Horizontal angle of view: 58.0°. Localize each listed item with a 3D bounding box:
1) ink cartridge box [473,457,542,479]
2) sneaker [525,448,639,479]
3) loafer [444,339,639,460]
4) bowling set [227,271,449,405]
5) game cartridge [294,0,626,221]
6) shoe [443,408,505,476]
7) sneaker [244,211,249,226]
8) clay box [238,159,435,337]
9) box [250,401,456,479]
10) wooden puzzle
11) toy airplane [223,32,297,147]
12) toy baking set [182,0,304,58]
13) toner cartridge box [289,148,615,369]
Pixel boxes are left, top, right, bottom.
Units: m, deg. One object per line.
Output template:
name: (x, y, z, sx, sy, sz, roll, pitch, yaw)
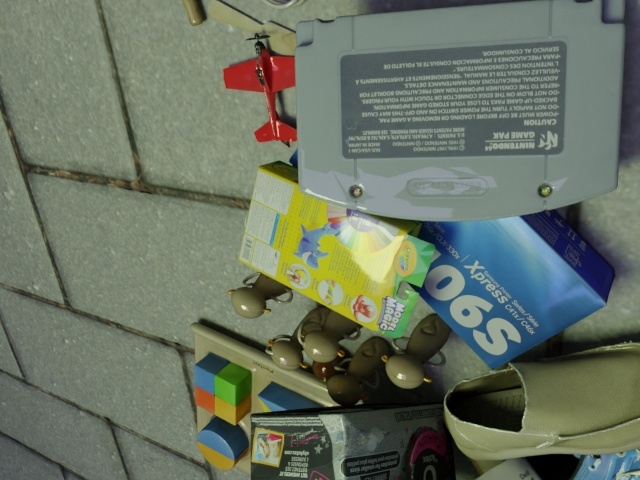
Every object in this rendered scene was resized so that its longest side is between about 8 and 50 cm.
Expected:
ink cartridge box: (0.155, 0.401, 0.699, 0.117, 0.201, 0.278, 54, 146, 31)
sneaker: (0.353, 0.234, 0.625, 0.147, 0.130, 0.330, 45, 132, 1)
loafer: (0.250, 0.175, 0.620, 0.268, 0.102, 0.092, -28, 130, 29)
bowling set: (0.018, 0.159, 0.791, 0.287, 0.154, 0.200, 23, 126, 22)
game cartridge: (0.122, -0.116, 0.547, 0.294, 0.060, 0.196, 1, 95, 14)
shoe: (0.250, 0.299, 0.766, 0.219, 0.076, 0.058, 51, 137, 1)
sneaker: (0.000, 0.000, 0.745, 0.215, 0.084, 0.083, 22, 159, 11)
clay box: (0.018, 0.008, 0.659, 0.222, 0.053, 0.127, 25, 117, 19)
box: (0.051, 0.293, 0.763, 0.163, 0.247, 0.142, -14, 72, 39)
wooden puzzle: (-0.110, 0.341, 1.031, 0.322, 0.080, 0.348, 18, 125, 25)
toy airplane: (-0.065, -0.183, 0.728, 0.151, 0.028, 0.151, 16, 127, 23)
toy baking set: (-0.110, -0.334, 0.676, 0.197, 0.030, 0.256, 3, 117, 33)
toner cartridge box: (0.138, -0.030, 0.653, 0.348, 0.075, 0.165, 46, 130, 4)
